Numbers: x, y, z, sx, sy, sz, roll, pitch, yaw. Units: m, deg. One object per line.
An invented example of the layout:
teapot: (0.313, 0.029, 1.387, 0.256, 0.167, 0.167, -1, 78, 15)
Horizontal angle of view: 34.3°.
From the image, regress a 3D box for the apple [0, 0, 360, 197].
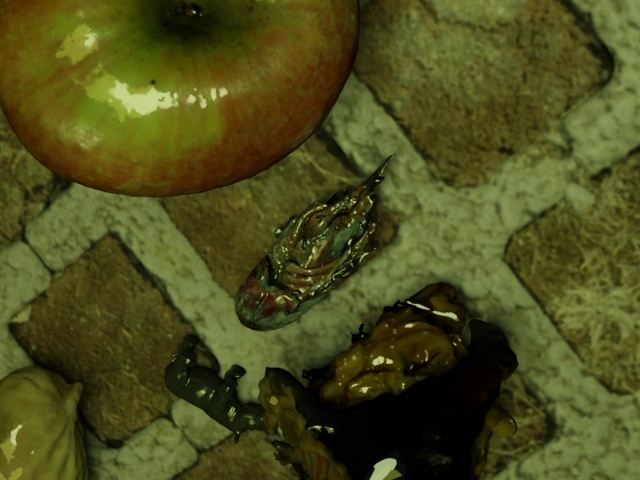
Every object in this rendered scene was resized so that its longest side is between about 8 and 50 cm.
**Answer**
apple: (-0.124, -0.175, 0.889, 0.309, 0.250, 0.277, -3, 90, -4)

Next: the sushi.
sushi: (0.067, 0.163, 0.951, 0.200, 0.204, 0.213, 51, 148, 24)

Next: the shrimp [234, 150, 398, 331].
shrimp: (0.000, 0.000, 0.983, 0.233, 0.079, 0.090, -51, 50, 20)

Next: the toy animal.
toy animal: (-0.102, 0.162, 1.075, 0.136, 0.047, 0.065, 32, 117, 4)

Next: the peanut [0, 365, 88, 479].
peanut: (-0.345, 0.265, 1.123, 0.159, 0.143, 0.291, 49, 115, 9)
